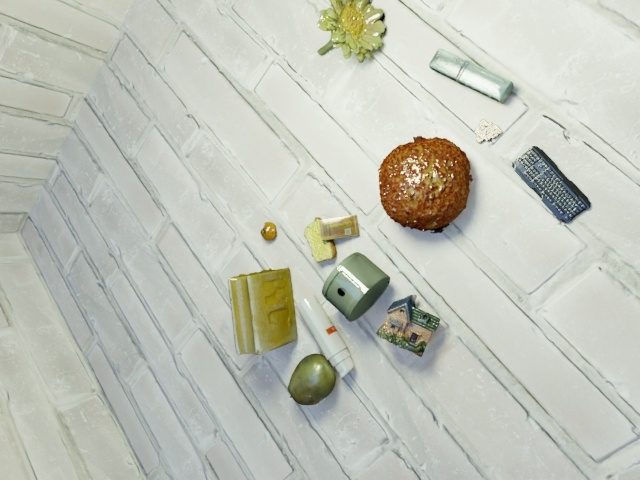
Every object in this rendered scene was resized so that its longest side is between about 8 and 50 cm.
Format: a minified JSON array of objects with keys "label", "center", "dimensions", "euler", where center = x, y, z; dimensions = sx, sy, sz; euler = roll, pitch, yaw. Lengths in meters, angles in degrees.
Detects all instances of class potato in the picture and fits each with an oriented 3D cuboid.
[{"label":"potato","center":[-0.043,0.587,1.796],"dimensions":[0.251,0.159,0.174],"euler":[-47,41,18]}]

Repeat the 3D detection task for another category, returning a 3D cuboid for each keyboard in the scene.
[{"label":"keyboard","center":[0.735,-0.181,1.385],"dimensions":[0.106,0.016,0.262],"euler":[-42,71,25]}]

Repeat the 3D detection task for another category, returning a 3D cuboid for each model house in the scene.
[{"label":"model house","center":[0.328,0.292,1.565],"dimensions":[0.183,0.166,0.172],"euler":[27,102,15]}]

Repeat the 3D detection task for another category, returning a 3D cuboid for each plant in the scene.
[{"label":"plant","center":[0.121,-0.806,1.667],"dimensions":[0.261,0.297,0.306],"euler":[22,59,6]}]

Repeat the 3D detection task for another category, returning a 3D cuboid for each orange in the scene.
[{"label":"orange","center":[-0.234,-0.040,1.941],"dimensions":[0.086,0.062,0.086],"euler":[2,95,29]}]

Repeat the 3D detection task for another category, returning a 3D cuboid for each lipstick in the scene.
[{"label":"lipstick","center":[0.513,-0.562,1.472],"dimensions":[0.289,0.077,0.076],"euler":[37,109,24]}]

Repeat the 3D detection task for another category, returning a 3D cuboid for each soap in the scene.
[{"label":"soap","center":[-0.239,0.288,1.822],"dimensions":[0.156,0.293,0.335],"euler":[-7,87,28]}]

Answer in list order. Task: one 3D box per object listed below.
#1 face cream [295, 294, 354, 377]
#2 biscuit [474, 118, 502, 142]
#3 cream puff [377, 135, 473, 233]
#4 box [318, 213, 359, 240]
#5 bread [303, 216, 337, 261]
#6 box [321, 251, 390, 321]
[{"label":"face cream","center":[0.025,0.391,1.777],"dimensions":[0.102,0.102,0.345],"euler":[-41,72,25]},{"label":"biscuit","center":[0.574,-0.374,1.477],"dimensions":[0.092,0.016,0.082],"euler":[9,91,29]},{"label":"cream puff","center":[0.347,-0.198,1.498],"dimensions":[0.350,0.228,0.350],"euler":[0,89,29]},{"label":"box","center":[0.075,-0.052,1.745],"dimensions":[0.156,0.022,0.089],"euler":[-10,87,5]},{"label":"bread","center":[0.000,0.000,1.802],"dimensions":[0.103,0.065,0.187],"euler":[-29,81,26]},{"label":"box","center":[0.133,0.175,1.633],"dimensions":[0.149,0.226,0.226],"euler":[41,111,23]}]
